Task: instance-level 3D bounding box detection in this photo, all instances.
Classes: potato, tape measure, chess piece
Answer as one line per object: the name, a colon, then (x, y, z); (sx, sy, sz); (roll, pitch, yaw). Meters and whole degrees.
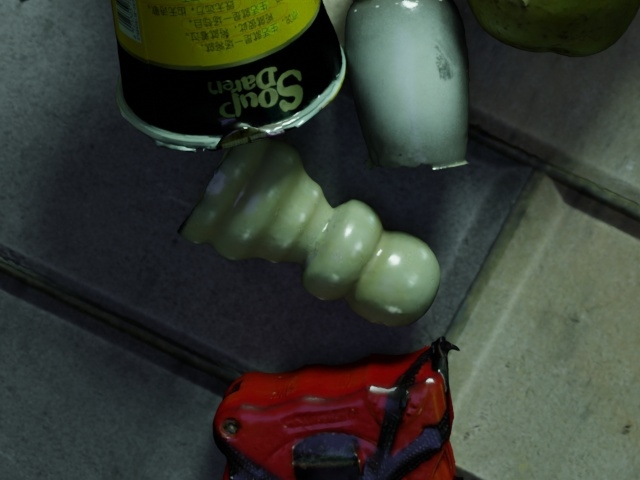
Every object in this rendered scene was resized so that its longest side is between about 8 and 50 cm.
potato: (0.197, -0.278, 1.125); (0.197, 0.148, 0.228); (8, 99, -2)
tape measure: (0.026, 0.234, 1.280); (0.253, 0.114, 0.260); (-8, 102, 9)
chess piece: (0.000, 0.000, 1.229); (0.243, 0.133, 0.133); (31, 104, -6)

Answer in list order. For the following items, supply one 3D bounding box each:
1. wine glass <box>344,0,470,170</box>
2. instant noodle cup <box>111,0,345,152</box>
wine glass: (0.079, -0.166, 1.185); (0.111, 0.111, 0.204); (-5, 99, 8)
instant noodle cup: (-0.095, -0.226, 1.098); (0.215, 0.215, 0.236); (-4, 132, 7)
